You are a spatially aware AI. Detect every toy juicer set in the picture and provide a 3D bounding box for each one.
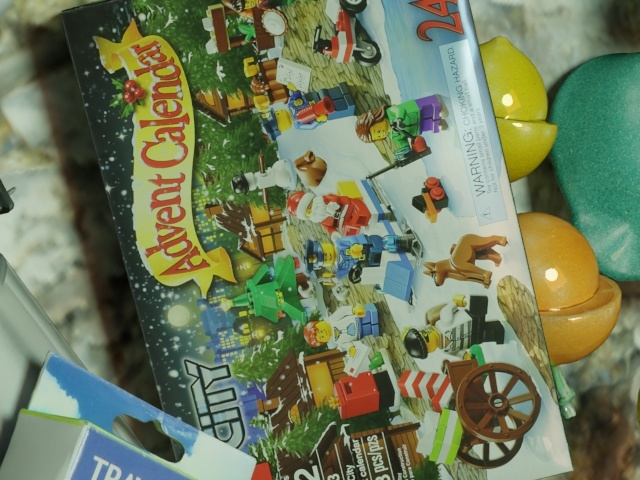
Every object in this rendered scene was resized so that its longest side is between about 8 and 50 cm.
[{"bbox_3d":[0.141,-0.052,0.963,0.209,0.089,0.329,23,55,-20],"label":"toy juicer set"}]

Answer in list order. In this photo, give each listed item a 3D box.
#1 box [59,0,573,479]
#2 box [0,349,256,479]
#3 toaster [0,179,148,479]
[{"bbox_3d":[0.000,0.000,0.810,0.159,0.044,0.233,-14,99,-3],"label":"box"},{"bbox_3d":[-0.075,0.138,0.647,0.109,0.042,0.178,34,71,-40],"label":"box"},{"bbox_3d":[-0.150,0.100,0.690,0.227,0.129,0.146,-53,123,-29],"label":"toaster"}]
